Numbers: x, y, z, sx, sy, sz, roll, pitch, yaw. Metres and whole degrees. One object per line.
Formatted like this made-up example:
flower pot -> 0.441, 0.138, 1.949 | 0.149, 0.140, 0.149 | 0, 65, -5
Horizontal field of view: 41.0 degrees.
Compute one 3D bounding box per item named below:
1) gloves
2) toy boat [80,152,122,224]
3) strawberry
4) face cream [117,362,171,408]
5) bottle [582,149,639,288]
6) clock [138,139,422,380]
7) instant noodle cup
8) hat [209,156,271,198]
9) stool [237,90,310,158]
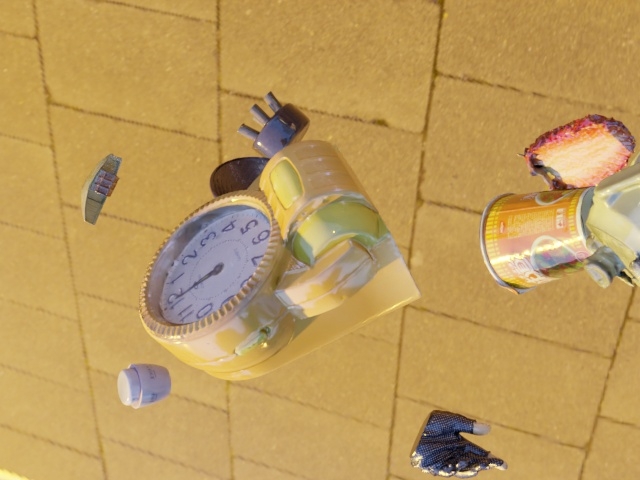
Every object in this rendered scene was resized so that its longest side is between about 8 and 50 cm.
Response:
gloves -> 0.281, 0.424, 1.705 | 0.180, 0.129, 0.106 | 26, 129, 5
toy boat -> -0.514, -0.122, 2.000 | 0.066, 0.172, 0.065 | 19, 173, 36
strawberry -> 0.467, -0.153, 1.498 | 0.208, 0.087, 0.167 | -23, 122, 43
face cream -> -0.364, 0.298, 1.769 | 0.091, 0.095, 0.091 | 7, 98, 57
bottle -> 0.486, -0.068, 1.076 | 0.351, 0.229, 0.229 | -42, 101, -1
clock -> -0.065, 0.039, 1.068 | 0.317, 0.244, 0.200 | -34, 126, 5
instant noodle cup -> 0.364, -0.010, 1.310 | 0.168, 0.168, 0.185 | 52, 149, -14
hat -> -0.088, -0.051, 1.366 | 0.193, 0.193, 0.082 | 22, 124, 9
stool -> -0.095, -0.218, 1.777 | 0.121, 0.125, 0.217 | 37, 164, 3
